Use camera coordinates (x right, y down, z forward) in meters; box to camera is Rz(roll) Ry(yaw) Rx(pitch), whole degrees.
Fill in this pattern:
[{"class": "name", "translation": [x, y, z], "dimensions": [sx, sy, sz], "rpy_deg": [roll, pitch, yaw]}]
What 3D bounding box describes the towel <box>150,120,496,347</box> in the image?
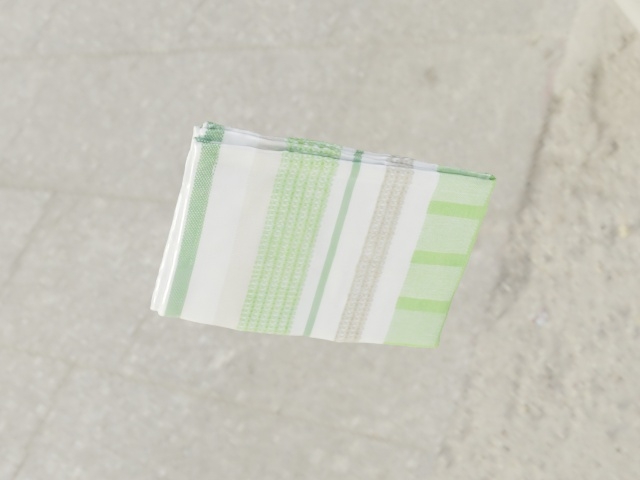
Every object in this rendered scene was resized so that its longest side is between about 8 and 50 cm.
[{"class": "towel", "translation": [0.000, 0.000, 0.725], "dimensions": [0.023, 0.152, 0.113], "rpy_deg": [-102, 24, -53]}]
